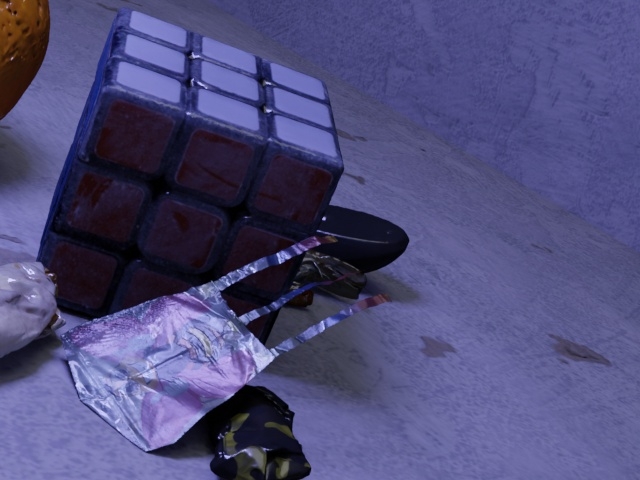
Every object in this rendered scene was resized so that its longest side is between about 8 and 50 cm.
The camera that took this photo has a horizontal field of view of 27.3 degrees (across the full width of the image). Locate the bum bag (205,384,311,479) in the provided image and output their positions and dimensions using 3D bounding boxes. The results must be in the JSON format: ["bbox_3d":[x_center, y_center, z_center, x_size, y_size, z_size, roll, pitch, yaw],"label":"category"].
[{"bbox_3d":[-0.071,0.204,1.391,0.106,0.060,0.232,8,18,-13],"label":"bum bag"}]

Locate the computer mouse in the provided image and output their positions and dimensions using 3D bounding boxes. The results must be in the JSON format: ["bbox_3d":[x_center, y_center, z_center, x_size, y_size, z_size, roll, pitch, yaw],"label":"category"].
[{"bbox_3d":[0.000,0.000,2.054,0.269,0.086,0.137,14,22,5],"label":"computer mouse"}]

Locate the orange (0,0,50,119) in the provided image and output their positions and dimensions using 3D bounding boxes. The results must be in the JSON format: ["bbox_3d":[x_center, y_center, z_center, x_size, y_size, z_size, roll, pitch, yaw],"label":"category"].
[{"bbox_3d":[-0.566,-0.318,1.778,0.326,0.424,0.424,-15,-11,41],"label":"orange"}]

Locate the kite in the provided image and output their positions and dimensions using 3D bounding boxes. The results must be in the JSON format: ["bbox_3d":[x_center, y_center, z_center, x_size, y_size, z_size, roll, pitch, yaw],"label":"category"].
[{"bbox_3d":[-0.103,0.093,1.451,0.360,0.022,0.204,-27,51,-24],"label":"kite"}]

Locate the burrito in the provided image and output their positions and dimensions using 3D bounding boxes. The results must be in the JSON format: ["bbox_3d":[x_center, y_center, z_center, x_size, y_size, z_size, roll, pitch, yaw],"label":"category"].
[{"bbox_3d":[-0.378,0.093,1.340,0.117,0.076,0.392,33,21,15],"label":"burrito"}]

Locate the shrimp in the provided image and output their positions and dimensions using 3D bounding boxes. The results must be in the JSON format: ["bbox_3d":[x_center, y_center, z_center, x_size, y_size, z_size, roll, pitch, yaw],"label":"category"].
[{"bbox_3d":[-0.060,0.045,1.909,0.253,0.058,0.173,19,25,1],"label":"shrimp"}]

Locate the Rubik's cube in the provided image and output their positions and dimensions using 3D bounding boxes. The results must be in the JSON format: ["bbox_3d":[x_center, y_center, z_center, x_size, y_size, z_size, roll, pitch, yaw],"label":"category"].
[{"bbox_3d":[-0.168,-0.075,1.660,0.303,0.305,0.301,20,25,-14],"label":"Rubik's cube"}]
